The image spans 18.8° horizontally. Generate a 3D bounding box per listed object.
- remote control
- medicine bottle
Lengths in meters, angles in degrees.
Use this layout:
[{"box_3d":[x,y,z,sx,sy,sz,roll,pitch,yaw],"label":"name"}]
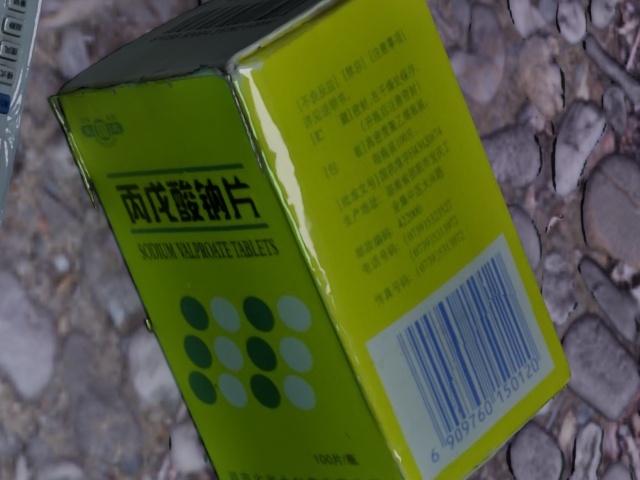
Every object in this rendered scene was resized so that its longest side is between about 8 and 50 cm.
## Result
[{"box_3d":[-0.161,-0.088,0.879,0.061,0.029,0.162,13,85,-39],"label":"remote control"},{"box_3d":[0.000,0.000,0.949,0.141,0.137,0.250,-35,112,-36],"label":"medicine bottle"}]
